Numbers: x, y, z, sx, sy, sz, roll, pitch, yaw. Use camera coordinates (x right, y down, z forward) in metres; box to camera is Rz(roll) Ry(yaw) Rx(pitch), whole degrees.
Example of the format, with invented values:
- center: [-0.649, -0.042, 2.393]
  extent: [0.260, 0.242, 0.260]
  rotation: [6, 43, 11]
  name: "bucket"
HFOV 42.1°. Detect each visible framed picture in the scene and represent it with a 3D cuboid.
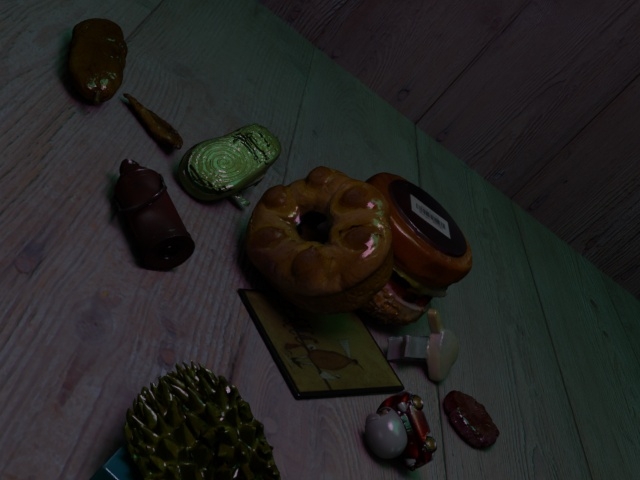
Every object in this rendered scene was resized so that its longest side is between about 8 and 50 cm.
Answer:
- center: [0.008, 0.203, 1.662]
  extent: [0.338, 0.014, 0.255]
  rotation: [10, 41, -49]
  name: "framed picture"

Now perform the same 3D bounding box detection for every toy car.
- center: [0.137, 0.356, 1.522]
  extent: [0.112, 0.112, 0.139]
  rotation: [-8, 63, -40]
  name: "toy car"

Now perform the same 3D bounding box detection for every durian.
- center: [-0.136, 0.325, 1.083]
  extent: [0.163, 0.198, 0.394]
  rotation: [-29, 67, -27]
  name: "durian"

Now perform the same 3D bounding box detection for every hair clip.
- center: [0.240, 0.229, 1.838]
  extent: [0.071, 0.159, 0.218]
  rotation: [7, -3, 43]
  name: "hair clip"

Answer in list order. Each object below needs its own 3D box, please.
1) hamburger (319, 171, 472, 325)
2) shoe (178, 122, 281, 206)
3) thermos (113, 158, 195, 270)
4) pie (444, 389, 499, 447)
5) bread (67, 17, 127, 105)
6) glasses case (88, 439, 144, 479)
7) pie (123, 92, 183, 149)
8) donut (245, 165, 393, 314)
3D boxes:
- center: [0.159, 0.023, 1.883]
  extent: [0.330, 0.250, 0.330]
  rotation: [33, 28, -20]
  name: "hamburger"
- center: [-0.190, -0.154, 1.808]
  extent: [0.140, 0.128, 0.262]
  rotation: [40, 53, 16]
  name: "shoe"
- center: [-0.314, -0.058, 1.521]
  extent: [0.232, 0.098, 0.124]
  rotation: [58, -8, 32]
  name: "thermos"
- center: [0.330, 0.387, 1.810]
  extent: [0.153, 0.038, 0.154]
  rotation: [35, 25, -19]
  name: "pie"
- center: [-0.479, -0.374, 1.782]
  extent: [0.124, 0.084, 0.344]
  rotation: [7, 38, -17]
  name: "bread"
- center: [-0.167, 0.388, 1.065]
  extent: [0.301, 0.070, 0.117]
  rotation: [41, 10, 1]
  name: "glasses case"
- center: [-0.354, -0.250, 1.824]
  extent: [0.191, 0.033, 0.088]
  rotation: [45, 18, 19]
  name: "pie"
- center: [0.000, 0.000, 1.655]
  extent: [0.150, 0.299, 0.317]
  rotation: [70, 12, -48]
  name: "donut"
